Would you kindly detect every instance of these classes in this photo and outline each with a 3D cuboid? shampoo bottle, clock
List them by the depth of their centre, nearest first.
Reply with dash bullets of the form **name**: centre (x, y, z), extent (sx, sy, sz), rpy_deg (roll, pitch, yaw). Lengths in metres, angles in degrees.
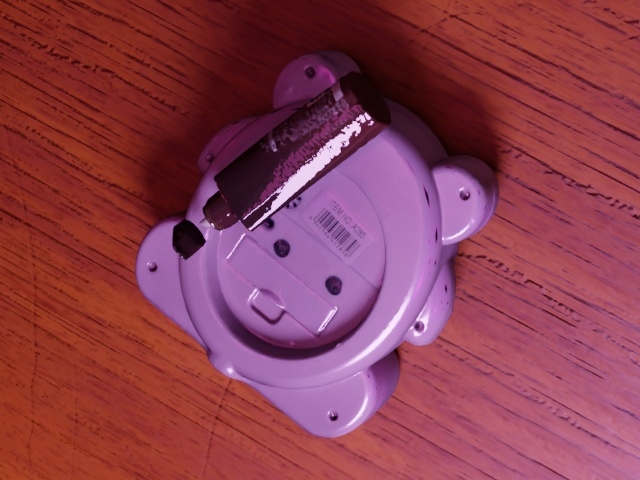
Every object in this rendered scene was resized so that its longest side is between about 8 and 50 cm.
- **shampoo bottle**: centre (-0.042, -0.063, 1.745), extent (0.236, 0.068, 0.067), rpy_deg (-37, 85, 22)
- **clock**: centre (0.000, 0.000, 1.840), extent (0.295, 0.113, 0.322), rpy_deg (39, 112, 10)
